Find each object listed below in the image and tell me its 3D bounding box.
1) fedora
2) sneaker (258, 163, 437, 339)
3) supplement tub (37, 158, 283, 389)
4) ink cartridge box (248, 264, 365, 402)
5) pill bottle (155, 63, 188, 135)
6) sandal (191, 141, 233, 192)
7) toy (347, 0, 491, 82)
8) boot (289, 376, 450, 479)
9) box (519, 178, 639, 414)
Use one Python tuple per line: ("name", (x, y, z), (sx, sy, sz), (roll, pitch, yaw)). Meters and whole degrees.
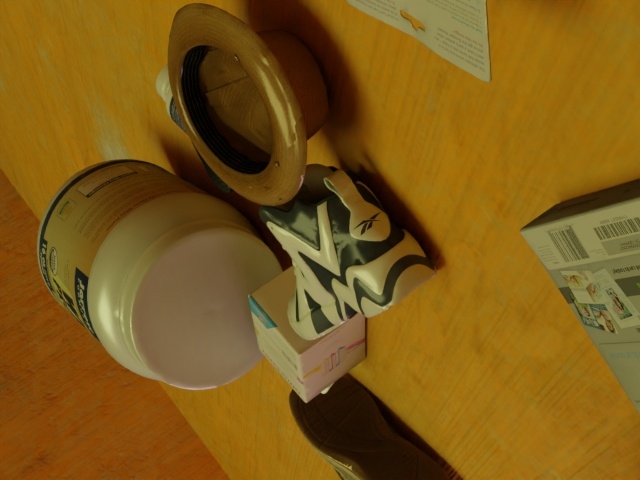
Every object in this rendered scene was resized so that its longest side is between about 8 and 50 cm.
("fedora", (-0.052, -0.122, 0.939), (0.194, 0.079, 0.194), (39, 144, 35))
("sneaker", (0.000, 0.000, 1.018), (0.153, 0.094, 0.235), (58, 162, -1))
("supplement tub", (-0.198, 0.037, 1.374), (0.316, 0.228, 0.228), (27, 147, 56))
("ink cartridge box", (-0.012, 0.101, 1.228), (0.092, 0.090, 0.143), (47, 162, 25))
("pill bottle", (-0.112, -0.131, 1.115), (0.120, 0.067, 0.067), (44, 159, 31))
("sandal", (-0.122, -0.123, 1.218), (0.067, 0.040, 0.179), (85, 161, -47))
("toy", (0.054, -0.214, 0.563), (0.137, 0.056, 0.237), (42, 153, 46))
("boot", (0.070, 0.291, 1.354), (0.262, 0.095, 0.203), (35, 154, 39))
("box", (0.210, 0.054, 0.656), (0.186, 0.038, 0.145), (58, 162, -3))
